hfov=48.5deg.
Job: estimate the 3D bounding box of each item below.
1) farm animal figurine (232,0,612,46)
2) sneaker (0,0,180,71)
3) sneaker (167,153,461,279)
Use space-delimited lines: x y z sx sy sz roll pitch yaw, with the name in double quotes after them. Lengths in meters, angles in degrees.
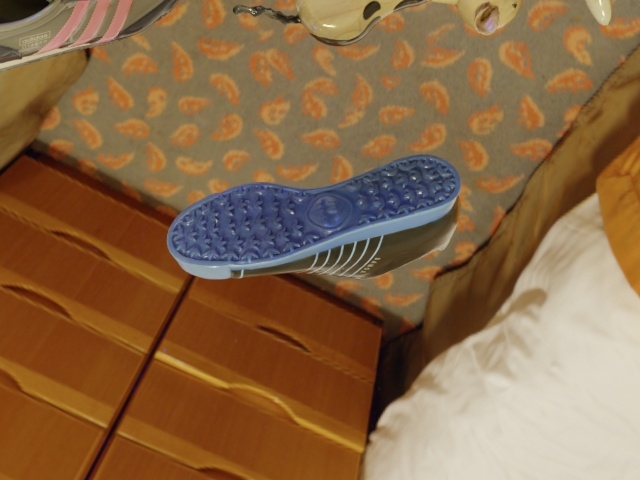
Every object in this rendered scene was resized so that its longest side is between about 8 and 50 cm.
0.143 -0.217 0.433 0.330 0.326 0.172 -3 116 64 "farm animal figurine"
-0.241 -0.254 0.699 0.112 0.319 0.131 59 148 -8 "sneaker"
0.000 0.000 0.571 0.232 0.081 0.090 -10 144 -1 "sneaker"
